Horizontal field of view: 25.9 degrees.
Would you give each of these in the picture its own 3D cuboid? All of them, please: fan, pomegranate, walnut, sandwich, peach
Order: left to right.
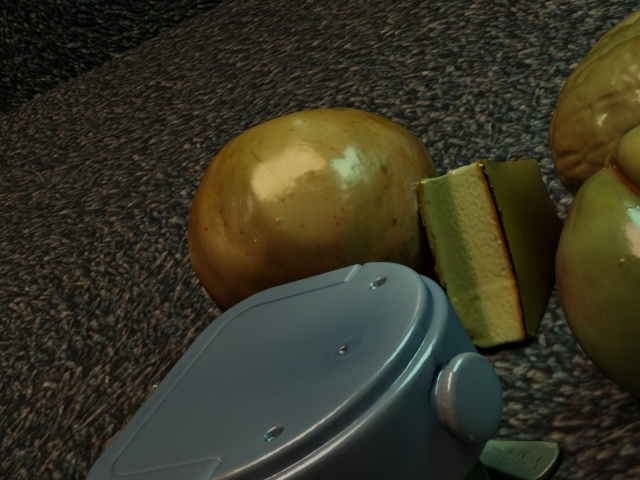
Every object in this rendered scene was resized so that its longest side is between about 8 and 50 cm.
[{"bbox_3d":[0.000,0.000,1.766,0.338,0.338,0.338,-26,26,14],"label":"pomegranate"},{"bbox_3d":[0.146,0.224,1.516,0.282,0.023,0.057,4,45,49],"label":"fan"},{"bbox_3d":[0.225,0.016,1.701,0.108,0.220,0.186,-18,-7,33],"label":"sandwich"},{"bbox_3d":[0.416,-0.146,1.596,0.313,0.252,0.277,-26,25,37],"label":"walnut"},{"bbox_3d":[0.369,0.016,1.378,0.292,0.247,0.292,-38,33,31],"label":"peach"}]

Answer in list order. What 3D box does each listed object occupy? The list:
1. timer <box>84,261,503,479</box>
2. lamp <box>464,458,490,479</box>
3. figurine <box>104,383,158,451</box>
[{"bbox_3d":[0.001,0.182,1.301,0.395,0.173,0.395,-27,18,9],"label":"timer"},{"bbox_3d":[0.115,0.259,1.366,0.121,0.121,0.214,-33,14,-2],"label":"lamp"},{"bbox_3d":[-0.200,0.251,1.739,0.138,0.125,0.125,-35,22,27],"label":"figurine"}]
